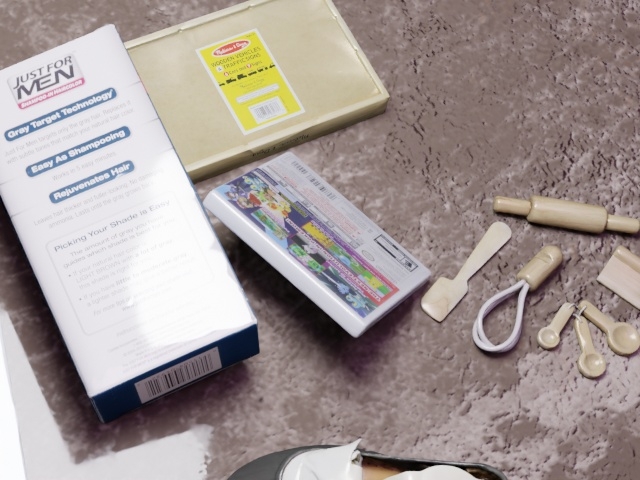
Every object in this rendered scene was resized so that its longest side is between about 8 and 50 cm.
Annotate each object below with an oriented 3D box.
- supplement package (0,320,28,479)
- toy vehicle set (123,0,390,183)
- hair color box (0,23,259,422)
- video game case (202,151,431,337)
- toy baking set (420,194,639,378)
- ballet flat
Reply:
[{"bbox_3d":[-0.394,0.205,1.488,0.263,0.198,0.199,-7,65,-16],"label":"supplement package"},{"bbox_3d":[-0.080,-0.168,1.844,0.267,0.035,0.166,-21,70,-22],"label":"toy vehicle set"},{"bbox_3d":[-0.206,-0.019,1.682,0.174,0.105,0.347,-23,71,-9],"label":"hair color box"},{"bbox_3d":[0.000,0.000,1.731,0.201,0.023,0.183,41,27,9],"label":"video game case"},{"bbox_3d":[0.238,0.039,1.816,0.256,0.030,0.196,13,62,-6],"label":"toy baking set"},{"bbox_3d":[0.049,0.231,1.637,0.281,0.096,0.095,2,64,-12],"label":"ballet flat"}]
